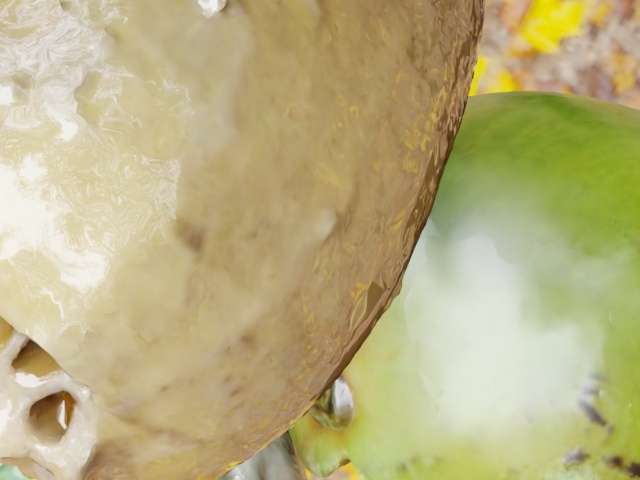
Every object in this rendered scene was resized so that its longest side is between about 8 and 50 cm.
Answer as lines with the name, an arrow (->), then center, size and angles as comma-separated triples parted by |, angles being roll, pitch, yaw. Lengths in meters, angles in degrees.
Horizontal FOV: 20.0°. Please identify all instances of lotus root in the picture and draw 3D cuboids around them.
lotus root -> -0.031, -0.084, 0.519 | 0.151, 0.169, 0.342 | -31, 31, 45

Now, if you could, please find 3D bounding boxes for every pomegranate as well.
pomegranate -> 0.142, 0.015, 0.998 | 0.310, 0.358, 0.216 | 13, 119, 58

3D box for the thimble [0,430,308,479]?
thimble -> -0.110, 0.144, 1.063 | 0.219, 0.219, 0.150 | -46, 38, 24
